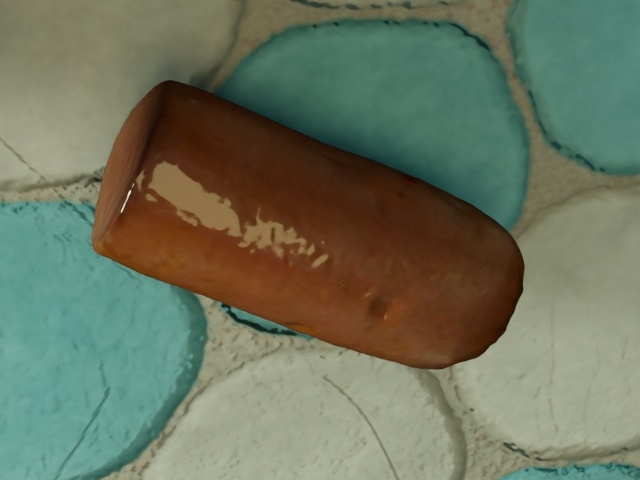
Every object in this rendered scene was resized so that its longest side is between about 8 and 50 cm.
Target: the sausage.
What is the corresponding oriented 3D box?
[{"bbox_3d":[0.000,0.000,0.913,0.259,0.113,0.113,22,114,-23],"label":"sausage"}]
